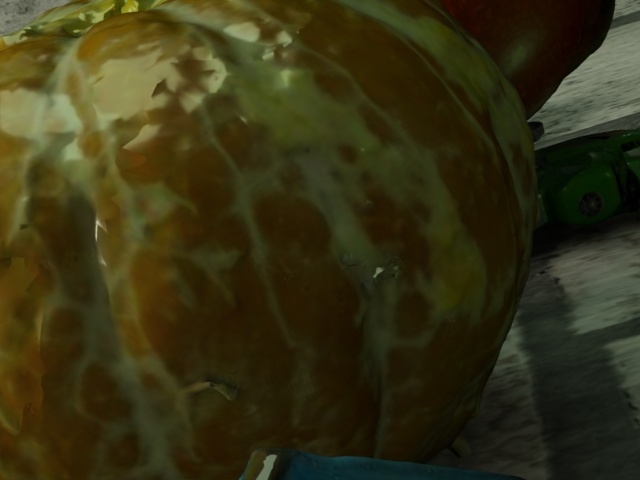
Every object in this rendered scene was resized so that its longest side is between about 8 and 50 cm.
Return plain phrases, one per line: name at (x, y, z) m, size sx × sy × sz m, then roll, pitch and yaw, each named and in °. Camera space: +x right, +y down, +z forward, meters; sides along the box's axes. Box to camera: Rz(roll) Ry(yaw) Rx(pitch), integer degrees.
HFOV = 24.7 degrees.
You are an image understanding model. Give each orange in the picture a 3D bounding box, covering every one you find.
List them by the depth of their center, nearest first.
orange at (-0.063, 0.008, 0.654) m, size 0.329 × 0.249 × 0.329 m, roll -24°, pitch 15°, yaw 7°

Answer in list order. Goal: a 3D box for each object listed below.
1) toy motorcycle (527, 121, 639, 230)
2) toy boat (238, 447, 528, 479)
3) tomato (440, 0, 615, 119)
toy motorcycle at (0.169, -0.036, 0.981) m, size 0.190 × 0.074 × 0.106 m, roll -18°, pitch 20°, yaw 0°
toy boat at (0.021, 0.102, 0.397) m, size 0.075 × 0.077 × 0.185 m, roll -3°, pitch -14°, yaw 30°
tomato at (0.029, -0.142, 0.963) m, size 0.303 × 0.239 × 0.303 m, roll -43°, pitch 2°, yaw 2°
